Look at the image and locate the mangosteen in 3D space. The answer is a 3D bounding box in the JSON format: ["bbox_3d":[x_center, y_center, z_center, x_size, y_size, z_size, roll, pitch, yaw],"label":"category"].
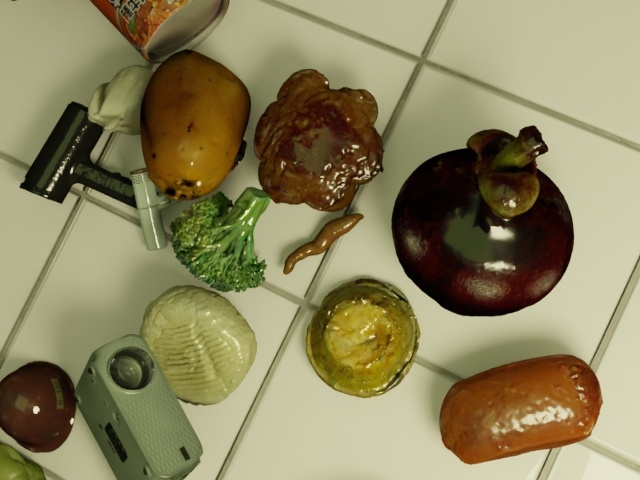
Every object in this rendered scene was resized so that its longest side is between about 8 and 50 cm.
[{"bbox_3d":[0.262,-0.021,1.411,0.297,0.293,0.297,-1,76,2],"label":"mangosteen"}]

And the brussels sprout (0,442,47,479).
[{"bbox_3d":[-0.608,0.490,1.546,0.273,0.242,0.317,-42,69,27],"label":"brussels sprout"}]

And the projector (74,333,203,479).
[{"bbox_3d":[-0.321,0.315,1.514,0.108,0.198,0.250,-22,73,-34],"label":"projector"}]

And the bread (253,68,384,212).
[{"bbox_3d":[0.004,-0.162,1.567,0.232,0.135,0.247,23,86,14],"label":"bread"}]

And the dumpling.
[{"bbox_3d":[-0.363,-0.272,1.674,0.136,0.118,0.199,29,49,18],"label":"dumpling"}]

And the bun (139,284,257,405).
[{"bbox_3d":[-0.217,0.178,1.558,0.220,0.134,0.221,6,110,18],"label":"bun"}]

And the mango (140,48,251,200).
[{"bbox_3d":[-0.231,-0.209,1.584,0.201,0.153,0.287,-7,61,12],"label":"mango"}]

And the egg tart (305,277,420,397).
[{"bbox_3d":[0.072,0.169,1.527,0.212,0.090,0.213,-2,79,8],"label":"egg tart"}]

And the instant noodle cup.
[{"bbox_3d":[-0.303,-0.470,1.639,0.250,0.250,0.192,-38,84,3],"label":"instant noodle cup"}]

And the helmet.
[{"bbox_3d":[-0.544,0.313,1.621,0.155,0.106,0.175,-12,83,10],"label":"helmet"}]

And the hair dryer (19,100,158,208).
[{"bbox_3d":[-0.425,-0.130,1.691,0.251,0.089,0.197,28,85,5],"label":"hair dryer"}]

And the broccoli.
[{"bbox_3d":[-0.159,-0.016,1.555,0.194,0.194,0.220,-38,39,3],"label":"broccoli"}]

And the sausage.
[{"bbox_3d":[0.321,0.274,1.420,0.267,0.153,0.141,-17,68,8],"label":"sausage"}]

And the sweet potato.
[{"bbox_3d":[0.002,0.002,1.590,0.179,0.044,0.044,-35,76,5],"label":"sweet potato"}]

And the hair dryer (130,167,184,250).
[{"bbox_3d":[-0.254,-0.073,1.652,0.183,0.044,0.155,-12,105,-13],"label":"hair dryer"}]
